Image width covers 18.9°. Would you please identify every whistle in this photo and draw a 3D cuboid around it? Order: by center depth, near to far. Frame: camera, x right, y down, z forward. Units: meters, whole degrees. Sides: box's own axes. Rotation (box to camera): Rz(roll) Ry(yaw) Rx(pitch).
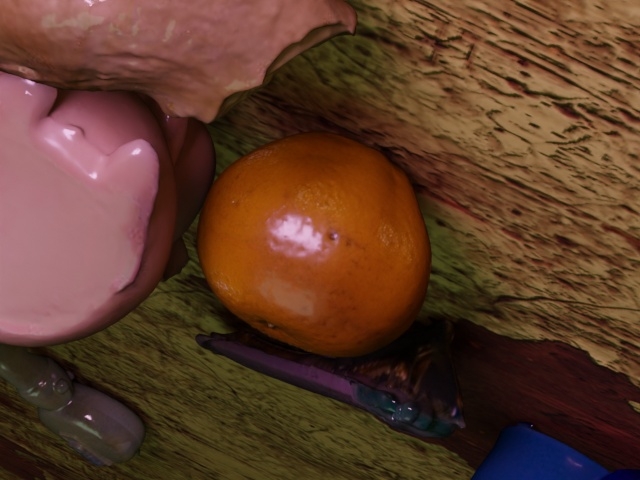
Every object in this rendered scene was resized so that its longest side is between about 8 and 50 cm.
[{"bbox_3d":[-0.288,0.181,2.147,0.126,0.067,0.258,4,148,44],"label":"whistle"}]

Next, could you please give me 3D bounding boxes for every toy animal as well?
[{"bbox_3d":[-0.166,-0.049,1.239,0.195,0.256,0.213,32,115,-1],"label":"toy animal"}]

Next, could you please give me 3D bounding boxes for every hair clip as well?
[{"bbox_3d":[0.015,0.109,1.595,0.359,0.110,0.095,-2,105,60],"label":"hair clip"}]

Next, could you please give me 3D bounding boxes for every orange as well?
[{"bbox_3d":[0.000,0.000,1.245,0.159,0.136,0.159,26,167,7],"label":"orange"}]

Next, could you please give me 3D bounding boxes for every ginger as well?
[{"bbox_3d":[-0.112,-0.141,1.034,0.267,0.138,0.152,22,148,15],"label":"ginger"}]

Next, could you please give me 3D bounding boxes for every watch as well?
[{"bbox_3d":[0.197,0.243,1.587,0.200,0.171,0.196,18,149,54],"label":"watch"}]
